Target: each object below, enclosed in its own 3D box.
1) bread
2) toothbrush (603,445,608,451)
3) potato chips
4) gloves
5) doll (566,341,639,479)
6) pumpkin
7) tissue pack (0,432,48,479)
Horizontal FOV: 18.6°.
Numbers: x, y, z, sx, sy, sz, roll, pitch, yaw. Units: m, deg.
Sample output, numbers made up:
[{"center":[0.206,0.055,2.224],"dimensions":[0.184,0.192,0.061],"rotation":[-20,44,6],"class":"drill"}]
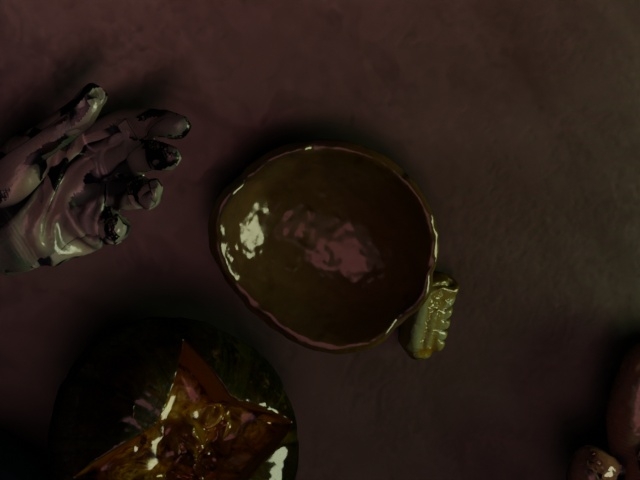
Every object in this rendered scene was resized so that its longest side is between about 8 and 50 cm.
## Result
[{"center":[0.098,0.068,1.797],"dimensions":[0.049,0.033,0.088],"rotation":[-3,118,-22],"class":"bread"},{"center":[0.217,0.262,1.905],"dimensions":[0.194,0.014,0.017],"rotation":[-40,106,10],"class":"toothbrush"},{"center":[0.001,0.000,1.741],"dimensions":[0.208,0.062,0.195],"rotation":[4,107,-7],"class":"potato chips"},{"center":[-0.201,-0.054,1.671],"dimensions":[0.212,0.111,0.127],"rotation":[-27,89,8],"class":"gloves"},{"center":[0.327,0.245,1.833],"dimensions":[0.201,0.156,0.303],"rotation":[-3,113,-20],"class":"doll"},{"center":[-0.132,0.186,1.735],"dimensions":[0.238,0.159,0.238],"rotation":[0,89,-29],"class":"pumpkin"},{"center":[-0.338,0.329,1.761],"dimensions":[0.287,0.206,0.198],"rotation":[-39,111,8],"class":"tissue pack"}]
